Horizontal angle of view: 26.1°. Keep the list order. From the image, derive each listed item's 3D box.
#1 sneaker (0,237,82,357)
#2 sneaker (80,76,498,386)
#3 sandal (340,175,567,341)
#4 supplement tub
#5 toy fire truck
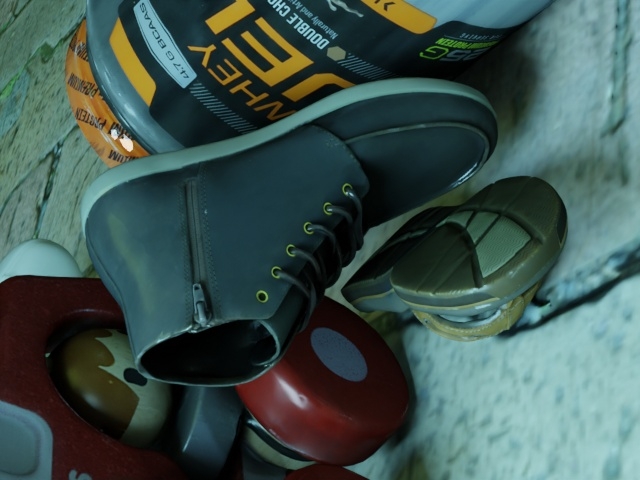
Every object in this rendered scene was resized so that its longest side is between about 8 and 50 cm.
[{"bbox_3d":[-0.207,0.123,1.076,0.123,0.106,0.290,-22,55,39],"label":"sneaker"},{"bbox_3d":[0.000,0.000,0.688,0.083,0.222,0.118,80,169,-49],"label":"sneaker"},{"bbox_3d":[0.070,0.021,0.692,0.090,0.060,0.219,-41,6,-17],"label":"sandal"},{"bbox_3d":[-0.002,-0.162,0.819,0.338,0.207,0.207,-36,38,44],"label":"supplement tub"},{"bbox_3d":[-0.094,0.122,0.682,0.169,0.253,0.302,-48,31,28],"label":"toy fire truck"}]
